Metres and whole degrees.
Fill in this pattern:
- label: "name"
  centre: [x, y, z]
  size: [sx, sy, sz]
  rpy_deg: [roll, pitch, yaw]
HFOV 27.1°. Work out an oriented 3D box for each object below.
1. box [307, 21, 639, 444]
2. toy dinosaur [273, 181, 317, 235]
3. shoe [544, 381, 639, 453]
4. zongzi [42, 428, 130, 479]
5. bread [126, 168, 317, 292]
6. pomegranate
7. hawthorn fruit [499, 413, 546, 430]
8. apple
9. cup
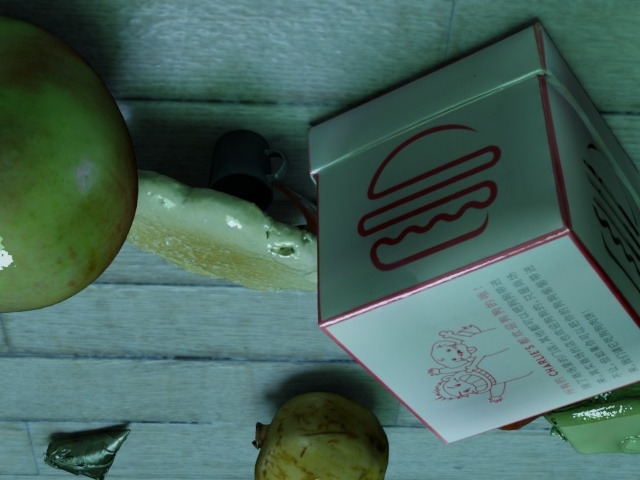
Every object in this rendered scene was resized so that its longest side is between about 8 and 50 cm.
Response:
- label: "box"
  centre: [0.193, 0.004, 1.508]
  size: [0.312, 0.300, 0.314]
  rpy_deg: [-23, 135, 23]
- label: "toy dinosaur"
  centre: [-0.001, -0.004, 1.691]
  size: [0.279, 0.055, 0.101]
  rpy_deg: [23, 125, -24]
- label: "shoe"
  centre: [0.452, 0.230, 1.924]
  size: [0.262, 0.140, 0.128]
  rpy_deg: [-13, 129, 22]
- label: "zongzi"
  centre: [-0.368, 0.318, 2.073]
  size: [0.109, 0.055, 0.119]
  rpy_deg: [19, 125, -19]
- label: "bread"
  centre: [-0.131, -0.003, 1.589]
  size: [0.316, 0.054, 0.316]
  rpy_deg: [16, 165, 5]
- label: "pomegranate"
  centre: [-0.005, 0.328, 1.961]
  size: [0.215, 0.215, 0.215]
  rpy_deg: [-1, 140, 0]
- label: "hawthorn fruit"
  centre: [0.265, 0.179, 1.846]
  size: [0.173, 0.173, 0.179]
  rpy_deg: [-30, 158, 30]
- label: "apple"
  centre: [-0.349, -0.073, 1.401]
  size: [0.319, 0.319, 0.277]
  rpy_deg: [-7, 140, 8]
- label: "cup"
  centre: [-0.083, -0.084, 1.570]
  size: [0.100, 0.077, 0.078]
  rpy_deg: [-15, 138, 18]
